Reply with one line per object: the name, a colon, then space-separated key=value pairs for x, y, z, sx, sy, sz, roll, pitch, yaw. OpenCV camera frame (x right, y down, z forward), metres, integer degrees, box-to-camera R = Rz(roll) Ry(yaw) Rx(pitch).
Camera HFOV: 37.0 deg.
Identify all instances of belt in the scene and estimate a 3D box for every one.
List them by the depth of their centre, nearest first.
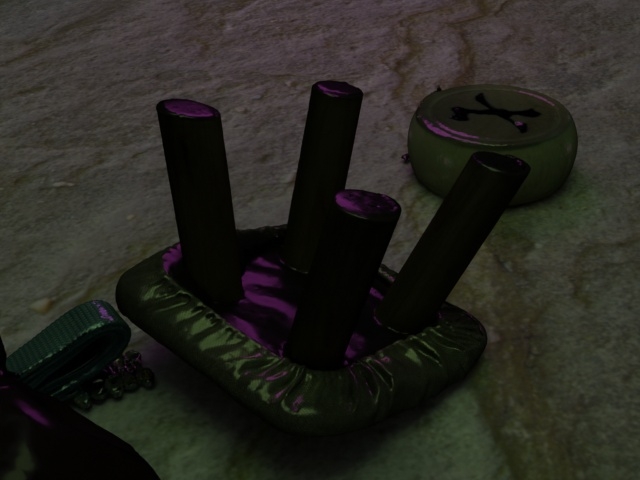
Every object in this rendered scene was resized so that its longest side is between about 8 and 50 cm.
belt: x=-0.260 y=0.136 z=0.919 sx=0.179 sy=0.100 sz=0.065 roll=-30 pitch=41 yaw=-15

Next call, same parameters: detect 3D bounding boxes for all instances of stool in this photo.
stool: x=0.000 y=0.000 z=0.928 sx=0.310 sy=0.226 sz=0.310 roll=29 pitch=31 yaw=33

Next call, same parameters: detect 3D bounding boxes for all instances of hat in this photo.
hat: x=-0.291 y=0.172 z=0.653 sx=0.336 sy=0.209 sz=0.238 roll=-14 pitch=28 yaw=29

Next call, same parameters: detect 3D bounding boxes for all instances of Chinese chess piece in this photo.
Chinese chess piece: x=0.229 y=-0.135 z=1.300 sx=0.238 sy=0.092 sz=0.238 roll=-2 pitch=33 yaw=1
